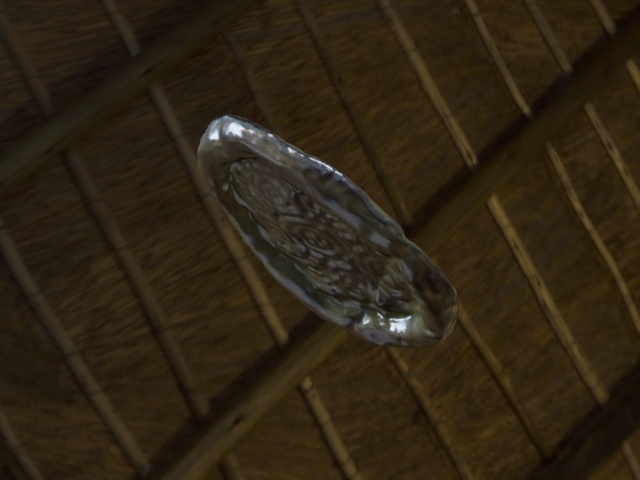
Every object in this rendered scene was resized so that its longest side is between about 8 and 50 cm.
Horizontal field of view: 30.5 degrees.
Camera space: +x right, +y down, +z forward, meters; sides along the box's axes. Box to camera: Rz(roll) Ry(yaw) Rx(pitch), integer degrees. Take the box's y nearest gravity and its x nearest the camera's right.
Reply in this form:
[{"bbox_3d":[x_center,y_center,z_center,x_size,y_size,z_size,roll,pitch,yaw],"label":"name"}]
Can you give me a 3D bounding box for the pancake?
[{"bbox_3d":[0.001,0.000,0.883,0.250,0.250,0.031,43,-109,-7],"label":"pancake"}]
